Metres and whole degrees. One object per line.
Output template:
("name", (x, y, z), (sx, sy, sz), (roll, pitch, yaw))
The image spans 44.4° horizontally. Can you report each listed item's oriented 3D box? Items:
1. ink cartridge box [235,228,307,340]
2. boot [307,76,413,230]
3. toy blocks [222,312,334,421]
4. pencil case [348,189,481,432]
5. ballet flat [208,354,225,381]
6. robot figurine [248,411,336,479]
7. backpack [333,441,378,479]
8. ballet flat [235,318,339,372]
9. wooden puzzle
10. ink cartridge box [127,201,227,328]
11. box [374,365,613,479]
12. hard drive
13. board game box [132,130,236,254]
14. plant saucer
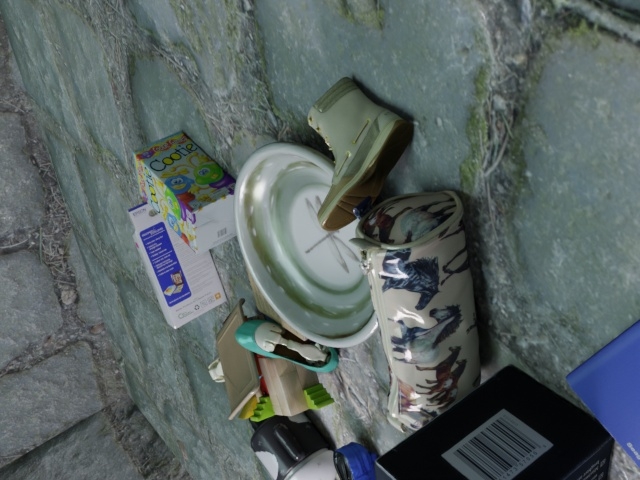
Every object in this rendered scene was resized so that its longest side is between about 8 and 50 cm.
("ink cartridge box", (-0.081, 0.076, 1.728), (0.193, 0.088, 0.235), (26, 137, 47))
("boot", (0.031, -0.138, 1.251), (0.165, 0.077, 0.213), (45, 109, 32))
("toy blocks", (-0.127, 0.291, 1.956), (0.381, 0.190, 0.261), (-19, 88, 63))
("pencil case", (0.156, 0.123, 1.251), (0.160, 0.183, 0.410), (-128, 22, -56))
("ballet flat", (-0.254, 0.355, 2.262), (0.116, 0.124, 0.342), (60, 154, 4))
("robot figurine", (-0.078, 0.558, 2.092), (0.278, 0.209, 0.174), (48, 113, 25))
("backpack", (0.088, 0.539, 1.865), (0.098, 0.101, 0.120), (-24, 90, 62))
("ballet flat", (-0.074, 0.230, 1.764), (0.247, 0.083, 0.087), (18, 163, 3))
("wooden puzzle", (-0.196, 0.288, 1.897), (0.221, 0.044, 0.239), (127, 138, -53))
("ink cartridge box", (-0.396, 0.043, 2.152), (0.069, 0.175, 0.371), (21, 133, 53))
("box", (0.272, 0.456, 1.243), (0.212, 0.293, 0.396), (33, 141, 44))
("hard drive", (0.451, 0.185, 0.950), (0.210, 0.040, 0.319), (52, 152, 18))
("board game box", (-0.318, -0.120, 1.893), (0.275, 0.144, 0.142), (41, 147, 33))
("plant saucer", (0.000, 0.000, 1.456), (0.400, 0.100, 0.401), (26, 128, 38))
